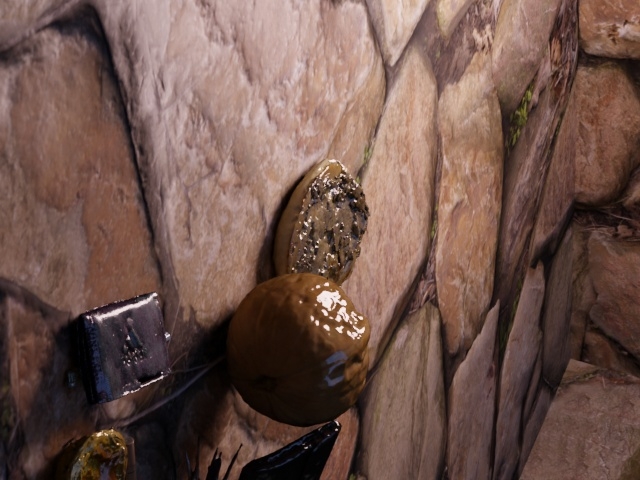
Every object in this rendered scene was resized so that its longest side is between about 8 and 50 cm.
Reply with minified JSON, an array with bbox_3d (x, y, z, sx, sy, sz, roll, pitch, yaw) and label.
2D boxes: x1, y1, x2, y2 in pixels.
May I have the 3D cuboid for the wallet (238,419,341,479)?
[{"bbox_3d":[-0.069,0.384,1.980,0.170,0.044,0.321,-20,151,-29],"label":"wallet"}]

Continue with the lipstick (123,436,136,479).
[{"bbox_3d":[-0.249,0.297,1.747,0.019,0.019,0.094,-45,143,-51],"label":"lipstick"}]

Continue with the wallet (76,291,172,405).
[{"bbox_3d":[-0.238,0.128,1.627,0.166,0.030,0.111,-16,97,-65],"label":"wallet"}]

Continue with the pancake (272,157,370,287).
[{"bbox_3d":[0.001,0.001,2.121,0.282,0.049,0.283,-45,143,-50],"label":"pancake"}]

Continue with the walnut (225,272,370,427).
[{"bbox_3d":[-0.027,0.155,1.938,0.228,0.228,0.228,-47,145,-49],"label":"walnut"}]

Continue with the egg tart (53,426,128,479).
[{"bbox_3d":[-0.280,0.280,1.618,0.130,0.052,0.130,-45,143,-49],"label":"egg tart"}]

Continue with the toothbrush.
[{"bbox_3d":[-0.248,0.143,1.659,0.219,0.016,0.019,-21,114,-62],"label":"toothbrush"}]

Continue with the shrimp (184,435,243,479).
[{"bbox_3d":[-0.179,0.420,1.865,0.145,0.116,0.343,-22,131,-64],"label":"shrimp"}]
